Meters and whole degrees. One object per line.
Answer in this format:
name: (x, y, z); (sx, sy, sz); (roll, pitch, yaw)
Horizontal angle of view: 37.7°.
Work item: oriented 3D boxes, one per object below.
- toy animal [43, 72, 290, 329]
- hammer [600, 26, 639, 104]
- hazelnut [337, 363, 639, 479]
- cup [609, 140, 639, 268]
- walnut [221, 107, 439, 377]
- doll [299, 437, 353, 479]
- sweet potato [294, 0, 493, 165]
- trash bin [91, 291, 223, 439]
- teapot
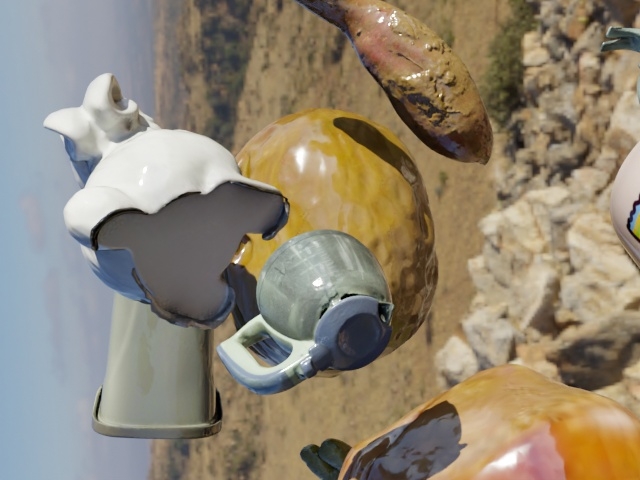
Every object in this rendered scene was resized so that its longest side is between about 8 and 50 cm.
toy animal: (-0.208, -0.066, 1.055); (0.194, 0.258, 0.357); (-51, 46, 2)
hammer: (0.465, -0.225, 1.284); (0.226, 0.159, 0.041); (-67, -8, -49)
hazelnut: (0.186, 0.304, 0.896); (0.372, 0.315, 0.372); (-7, 80, 42)
cup: (0.360, 0.018, 0.817); (0.200, 0.191, 0.253); (59, 139, 45)
walnut: (0.000, 0.000, 1.364); (0.354, 0.308, 0.398); (-24, 67, 54)
doll: (0.067, 0.349, 1.408); (0.137, 0.209, 0.097); (-32, 29, 29)
sweet potato: (0.083, -0.241, 1.161); (0.385, 0.109, 0.109); (45, 166, -4)
trash bin: (-0.272, 0.186, 1.599); (0.219, 0.220, 0.250); (-156, 69, -78)
teapot: (-0.005, 0.059, 0.771); (0.108, 0.149, 0.111); (-133, 41, -60)
